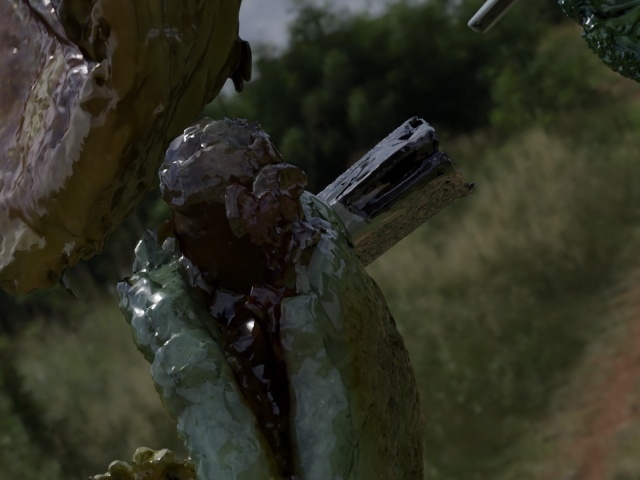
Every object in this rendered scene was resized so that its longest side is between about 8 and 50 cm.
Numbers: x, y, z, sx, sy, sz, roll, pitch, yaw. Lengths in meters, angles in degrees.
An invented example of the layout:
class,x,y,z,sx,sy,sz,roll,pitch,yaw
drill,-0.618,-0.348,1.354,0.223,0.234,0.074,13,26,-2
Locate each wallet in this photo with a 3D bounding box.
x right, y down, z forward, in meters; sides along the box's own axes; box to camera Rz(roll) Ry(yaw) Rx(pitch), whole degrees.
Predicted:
class,x,y,z,sx,sy,sz,roll,pitch,yaw
wallet,0.000,0.000,1.230,0.221,0.071,0.262,-35,-1,5

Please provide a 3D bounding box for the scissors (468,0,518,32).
class,x,y,z,sx,sy,sz,roll,pitch,yaw
scissors,0.155,-0.198,1.277,0.176,0.022,0.085,-46,12,52

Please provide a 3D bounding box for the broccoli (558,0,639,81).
class,x,y,z,sx,sy,sz,roll,pitch,yaw
broccoli,0.309,-0.253,1.469,0.261,0.269,0.241,12,-26,-18

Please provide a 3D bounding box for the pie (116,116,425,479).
class,x,y,z,sx,sy,sz,roll,pitch,yaw
pie,-0.007,0.092,0.826,0.105,0.257,0.274,-14,-13,9

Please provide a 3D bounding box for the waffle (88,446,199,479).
class,x,y,z,sx,sy,sz,roll,pitch,yaw
waffle,-0.077,0.300,1.348,0.060,0.312,0.307,-45,-10,-51

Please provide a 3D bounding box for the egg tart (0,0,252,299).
class,x,y,z,sx,sy,sz,roll,pitch,yaw
egg tart,-0.137,-0.139,0.943,0.153,0.340,0.351,-8,3,-24
